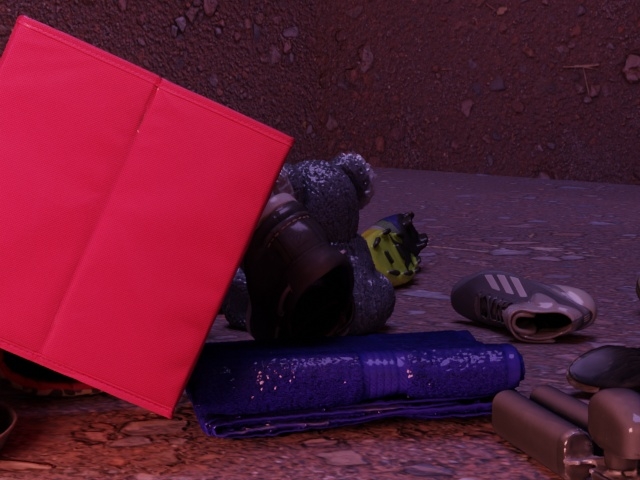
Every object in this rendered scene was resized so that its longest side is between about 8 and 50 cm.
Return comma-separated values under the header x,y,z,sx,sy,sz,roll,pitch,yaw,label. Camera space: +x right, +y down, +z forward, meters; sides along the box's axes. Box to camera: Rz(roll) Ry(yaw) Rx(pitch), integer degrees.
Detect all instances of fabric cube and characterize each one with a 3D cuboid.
x,y,z,sx,sy,sz,roll,pitch,yaw,label
-0.203,-0.018,1.265,0.259,0.258,0.254,24,-3,-9,fabric cube

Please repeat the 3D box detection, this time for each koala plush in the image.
x,y,z,sx,sy,sz,roll,pitch,yaw,label
0.000,0.000,1.781,0.196,0.221,0.203,-7,10,-44,koala plush

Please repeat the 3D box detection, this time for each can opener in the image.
x,y,z,sx,sy,sz,roll,pitch,yaw,label
0.220,0.153,1.147,0.074,0.093,0.280,-3,3,-15,can opener

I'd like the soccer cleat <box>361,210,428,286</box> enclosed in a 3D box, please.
x,y,z,sx,sy,sz,roll,pitch,yaw,label
0.090,0.029,2.175,0.121,0.093,0.289,-30,4,17,soccer cleat

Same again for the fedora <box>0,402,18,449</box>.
x,y,z,sx,sy,sz,roll,pitch,yaw,label
-0.401,0.123,1.242,0.275,0.124,0.244,5,9,37,fedora

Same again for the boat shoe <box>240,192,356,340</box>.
x,y,z,sx,sy,sz,roll,pitch,yaw,label
-0.015,0.069,1.469,0.112,0.095,0.335,-40,-24,-12,boat shoe

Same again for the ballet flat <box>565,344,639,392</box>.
x,y,z,sx,sy,sz,roll,pitch,yaw,label
0.325,0.136,1.455,0.173,0.049,0.057,-5,53,-27,ballet flat

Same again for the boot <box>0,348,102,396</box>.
x,y,z,sx,sy,sz,roll,pitch,yaw,label
-0.241,0.072,1.565,0.377,0.138,0.284,-9,9,-28,boot

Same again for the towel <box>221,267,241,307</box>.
x,y,z,sx,sy,sz,roll,pitch,yaw,label
-0.262,-0.003,2.028,0.375,0.090,0.320,15,11,-4,towel

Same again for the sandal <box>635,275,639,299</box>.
x,y,z,sx,sy,sz,roll,pitch,yaw,label
0.521,0.065,1.766,0.120,0.086,0.303,-4,8,-28,sandal

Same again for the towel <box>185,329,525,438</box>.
x,y,z,sx,sy,sz,roll,pitch,yaw,label
0.022,0.136,1.358,0.308,0.076,0.227,-2,1,-8,towel

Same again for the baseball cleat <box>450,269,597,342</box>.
x,y,z,sx,sy,sz,roll,pitch,yaw,label
0.233,0.080,1.739,0.206,0.072,0.109,1,13,38,baseball cleat
